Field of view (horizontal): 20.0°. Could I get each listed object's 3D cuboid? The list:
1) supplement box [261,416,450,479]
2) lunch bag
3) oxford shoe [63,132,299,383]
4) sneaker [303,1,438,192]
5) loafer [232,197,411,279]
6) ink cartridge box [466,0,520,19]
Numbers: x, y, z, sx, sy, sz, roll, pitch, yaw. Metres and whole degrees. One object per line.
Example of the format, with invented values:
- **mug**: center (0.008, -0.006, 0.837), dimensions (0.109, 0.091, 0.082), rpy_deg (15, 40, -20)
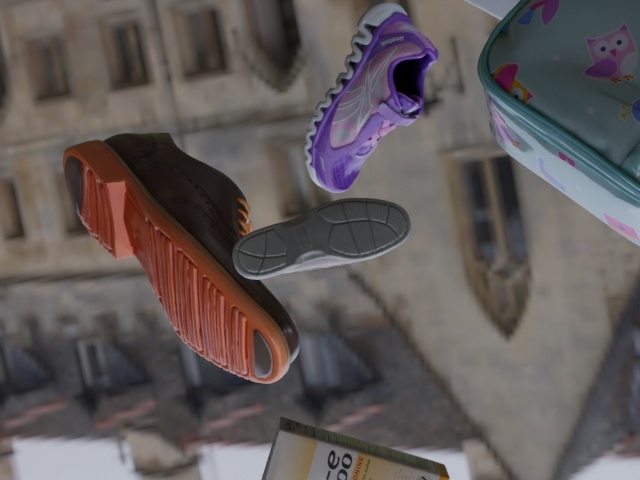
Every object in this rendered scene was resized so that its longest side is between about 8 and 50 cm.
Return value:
- **supplement box**: center (0.015, 0.142, 1.003), dimensions (0.098, 0.062, 0.036), rpy_deg (16, -174, -3)
- **lunch bag**: center (0.267, -0.136, 1.256), dimensions (0.279, 0.108, 0.224), rpy_deg (-44, -123, -11)
- **oxford shoe**: center (-0.110, -0.003, 1.751), dimensions (0.132, 0.130, 0.364), rpy_deg (-22, -132, -26)
- **sneaker**: center (0.065, -0.156, 2.138), dimensions (0.104, 0.236, 0.095), rpy_deg (34, -162, 33)
- **loafer**: center (0.000, 0.000, 1.262), dimensions (0.125, 0.045, 0.039), rpy_deg (-13, 170, -4)
- **ink cartridge box**: center (0.272, -0.314, 2.113), dimensions (0.309, 0.130, 0.272), rpy_deg (30, -163, 13)
